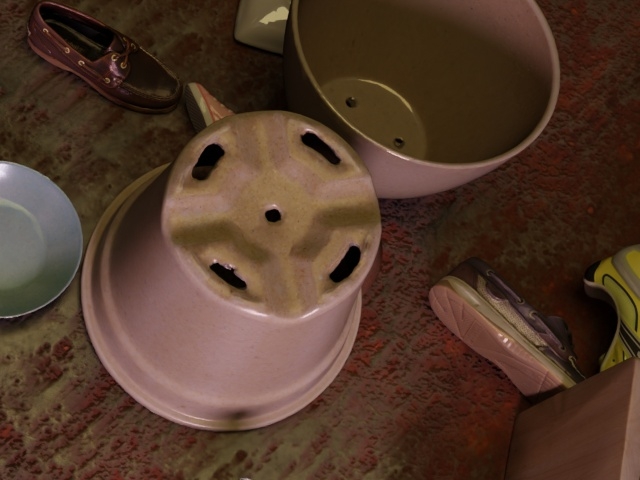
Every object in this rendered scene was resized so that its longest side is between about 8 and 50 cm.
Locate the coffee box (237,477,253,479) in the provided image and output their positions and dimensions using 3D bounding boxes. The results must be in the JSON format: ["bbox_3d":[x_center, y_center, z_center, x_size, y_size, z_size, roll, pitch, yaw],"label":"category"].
[{"bbox_3d":[-0.106,0.354,1.550,0.040,0.113,0.184,21,61,-12],"label":"coffee box"}]

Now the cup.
[{"bbox_3d":[0.088,-0.180,1.776,0.331,0.237,0.331,9,62,-17],"label":"cup"}]

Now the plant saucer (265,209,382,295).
[{"bbox_3d":[0.000,0.000,1.790,0.169,0.029,0.168,6,65,-14],"label":"plant saucer"}]

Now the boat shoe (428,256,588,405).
[{"bbox_3d":[0.263,0.128,1.778,0.285,0.103,0.092,40,66,9],"label":"boat shoe"}]

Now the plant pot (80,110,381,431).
[{"bbox_3d":[-0.080,0.015,1.577,0.334,0.305,0.333,4,72,-12],"label":"plant pot"}]

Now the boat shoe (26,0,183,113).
[{"bbox_3d":[-0.261,-0.223,1.780,0.207,0.073,0.073,24,61,-8],"label":"boat shoe"}]

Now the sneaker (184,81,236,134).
[{"bbox_3d":[-0.113,-0.141,1.803,0.070,0.051,0.134,-26,84,-22],"label":"sneaker"}]

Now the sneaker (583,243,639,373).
[{"bbox_3d":[0.424,0.188,1.805,0.147,0.145,0.384,-12,71,10],"label":"sneaker"}]

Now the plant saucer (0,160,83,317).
[{"bbox_3d":[-0.369,0.003,1.662,0.195,0.037,0.195,7,65,-16],"label":"plant saucer"}]

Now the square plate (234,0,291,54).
[{"bbox_3d":[0.076,-0.375,1.972,0.344,0.049,0.347,14,64,-11],"label":"square plate"}]

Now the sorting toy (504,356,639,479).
[{"bbox_3d":[0.300,0.292,1.628,0.089,0.257,0.255,22,62,-15],"label":"sorting toy"}]
